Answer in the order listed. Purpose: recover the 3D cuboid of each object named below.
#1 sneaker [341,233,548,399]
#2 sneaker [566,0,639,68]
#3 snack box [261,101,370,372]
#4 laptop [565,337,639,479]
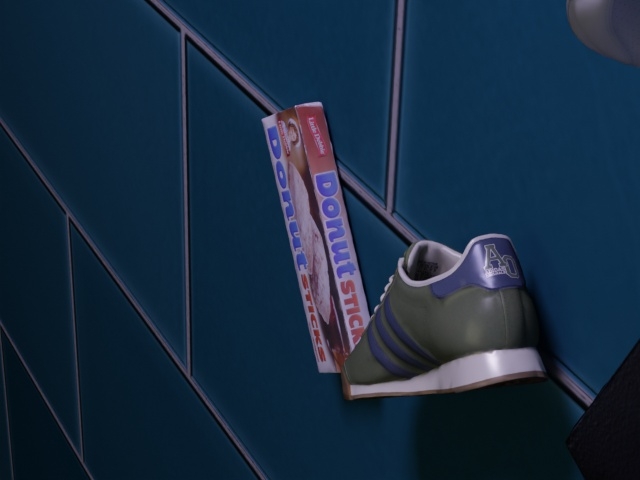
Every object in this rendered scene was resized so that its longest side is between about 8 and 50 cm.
[{"bbox_3d":[0.064,0.043,0.875,0.192,0.064,0.086,161,103,-66],"label":"sneaker"},{"bbox_3d":[0.146,-0.073,0.545,0.061,0.152,0.054,36,106,45],"label":"sneaker"},{"bbox_3d":[0.000,0.000,1.036,0.064,0.022,0.178,170,87,-68],"label":"snack box"},{"bbox_3d":[0.152,0.153,0.634,0.264,0.136,0.234,64,152,28],"label":"laptop"}]
